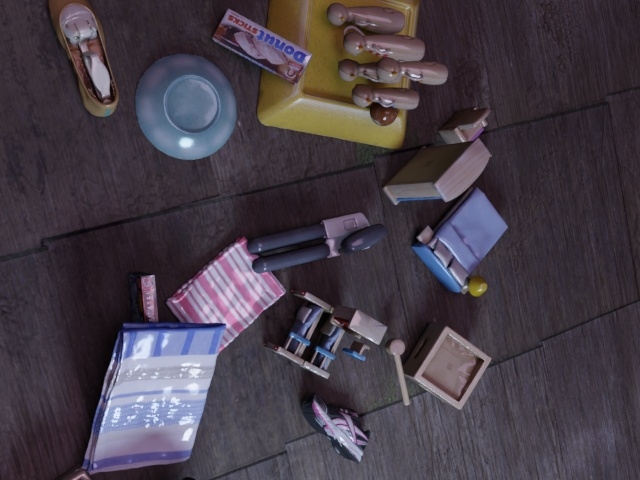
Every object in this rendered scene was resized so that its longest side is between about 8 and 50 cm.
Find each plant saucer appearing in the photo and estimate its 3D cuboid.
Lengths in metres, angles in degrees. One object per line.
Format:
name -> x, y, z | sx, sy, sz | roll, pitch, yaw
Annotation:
plant saucer -> 0.057, -0.369, 1.613 | 0.332, 0.081, 0.333 | 7, 88, -26
plant saucer -> -0.237, -0.245, 1.495 | 0.194, 0.037, 0.195 | -1, 92, -25

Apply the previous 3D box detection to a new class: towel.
towel -> -0.175, 0.106, 1.539 | 0.197, 0.029, 0.144 | -42, 108, -19
towel -> -0.282, 0.271, 1.418 | 0.209, 0.034, 0.285 | 4, 111, -38

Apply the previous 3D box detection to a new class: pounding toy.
pounding toy -> 0.212, 0.259, 1.704 | 0.206, 0.094, 0.181 | 36, 81, -13

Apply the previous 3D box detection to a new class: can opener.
can opener -> 0.000, 0.000, 1.579 | 0.283, 0.095, 0.076 | -13, 89, -35

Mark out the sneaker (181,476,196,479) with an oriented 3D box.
sneaker -> -0.373, 0.548, 1.339 | 0.482, 0.185, 0.202 | -24, 84, -27

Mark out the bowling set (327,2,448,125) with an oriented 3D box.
bowling set -> 0.096, -0.293, 1.498 | 0.154, 0.287, 0.200 | 1, 124, -20

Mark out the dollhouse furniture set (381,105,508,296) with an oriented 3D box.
dollhouse furniture set -> 0.334, -0.074, 1.691 | 0.286, 0.198, 0.303 | -46, 110, -18

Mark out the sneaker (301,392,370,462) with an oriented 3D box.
sneaker -> 0.034, 0.358, 1.636 | 0.077, 0.072, 0.178 | -52, 120, -29

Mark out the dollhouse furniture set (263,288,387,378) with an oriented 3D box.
dollhouse furniture set -> 0.004, 0.180, 1.542 | 0.129, 0.183, 0.129 | 31, 78, -23

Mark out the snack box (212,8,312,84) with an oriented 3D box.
snack box -> -0.107, -0.357, 1.518 | 0.178, 0.022, 0.064 | 29, 87, 3

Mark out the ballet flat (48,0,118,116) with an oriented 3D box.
ballet flat -> -0.393, -0.327, 1.395 | 0.080, 0.073, 0.232 | -24, 101, -24

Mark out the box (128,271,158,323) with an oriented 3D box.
box -> -0.308, 0.125, 1.437 | 0.027, 0.094, 0.137 | -6, 94, -26

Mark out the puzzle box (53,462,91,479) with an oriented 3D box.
puzzle box -> -0.506, 0.605, 1.377 | 0.408, 0.052, 0.272 | -35, 105, -21
